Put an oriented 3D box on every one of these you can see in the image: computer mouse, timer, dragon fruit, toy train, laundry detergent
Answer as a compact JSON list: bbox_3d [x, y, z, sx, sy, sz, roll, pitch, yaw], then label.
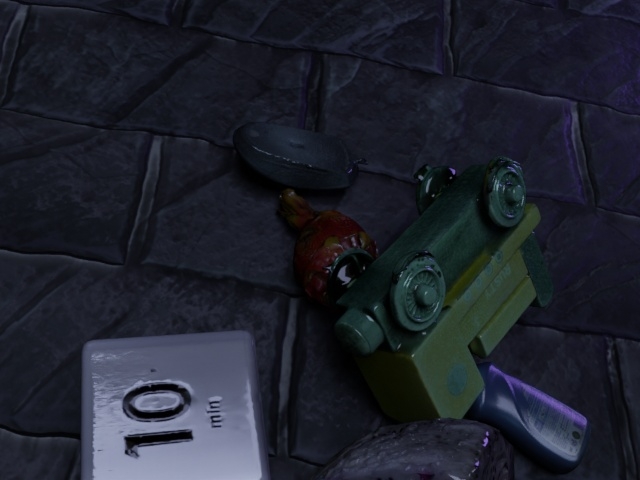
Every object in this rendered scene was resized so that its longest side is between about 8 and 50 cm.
[{"bbox_3d":[-0.036,-0.128,1.160,0.228,0.068,0.113,11,44,-19],"label":"computer mouse"},{"bbox_3d":[-0.174,0.230,0.845,0.194,0.194,0.192,-1,61,-15],"label":"timer"},{"bbox_3d":[0.000,0.000,1.071,0.125,0.125,0.246,4,34,-43],"label":"dragon fruit"},{"bbox_3d":[0.176,0.058,0.979,0.397,0.160,0.253,-43,118,-32],"label":"toy train"},{"bbox_3d":[0.104,0.334,0.847,0.221,0.283,0.204,1,12,22],"label":"dragon fruit"},{"bbox_3d":[0.275,0.238,1.020,0.206,0.061,0.097,33,58,7],"label":"laundry detergent"}]
